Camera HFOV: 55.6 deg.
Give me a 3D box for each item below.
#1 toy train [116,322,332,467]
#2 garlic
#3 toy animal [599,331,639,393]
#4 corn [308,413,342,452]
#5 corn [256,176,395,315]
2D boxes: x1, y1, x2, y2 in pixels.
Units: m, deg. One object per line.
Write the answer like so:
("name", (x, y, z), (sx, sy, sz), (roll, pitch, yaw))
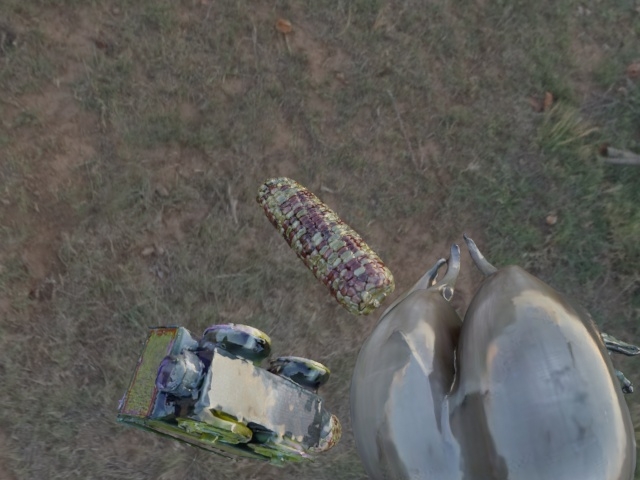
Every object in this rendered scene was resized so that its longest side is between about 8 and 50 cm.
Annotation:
("toy train", (-0.105, 0.190, 0.745), (0.261, 0.177, 0.134), (37, 57, -39))
("garlic", (0.136, 0.137, 0.510), (0.210, 0.237, 0.292), (-13, 86, 20))
("toy animal", (0.422, 0.189, 1.017), (0.176, 0.217, 0.073), (32, 62, -15))
("corn", (0.005, 0.413, 1.315), (0.086, 0.253, 0.086), (-2, 73, 8))
("corn", (0.000, 0.000, 0.971), (0.098, 0.098, 0.290), (-33, 60, -20))
